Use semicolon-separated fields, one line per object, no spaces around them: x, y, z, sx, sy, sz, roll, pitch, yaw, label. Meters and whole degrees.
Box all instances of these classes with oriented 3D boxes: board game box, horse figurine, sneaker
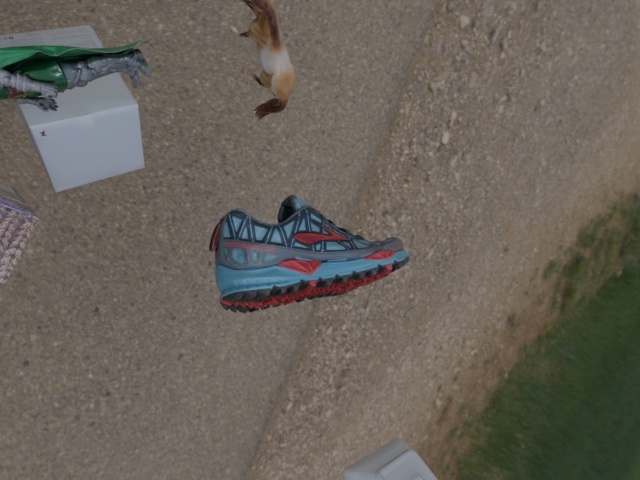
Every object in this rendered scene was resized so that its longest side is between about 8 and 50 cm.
-0.722;-0.060;0.860;0.232;0.291;0.141;30;86;-44;board game box
-0.106;-0.351;0.853;0.066;0.174;0.263;-33;135;-22;horse figurine
0.000;0.000;0.522;0.262;0.104;0.125;-5;73;-39;sneaker

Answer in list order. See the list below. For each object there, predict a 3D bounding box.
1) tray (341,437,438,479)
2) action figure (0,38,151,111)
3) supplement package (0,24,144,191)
0.152;0.358;0.519;0.145;0.270;0.030;5;126;-52;tray
-0.318;-0.182;0.503;0.232;0.137;0.063;-24;106;-30;action figure
-0.532;-0.285;0.959;0.199;0.262;0.198;-24;158;-28;supplement package
